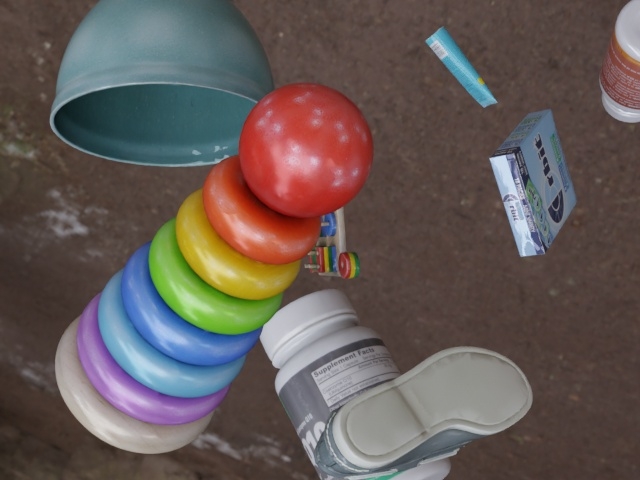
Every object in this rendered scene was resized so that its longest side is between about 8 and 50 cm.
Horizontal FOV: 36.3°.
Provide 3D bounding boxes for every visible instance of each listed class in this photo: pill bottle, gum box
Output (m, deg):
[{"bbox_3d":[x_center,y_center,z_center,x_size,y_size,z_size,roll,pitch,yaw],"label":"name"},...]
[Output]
[{"bbox_3d":[0.499,-0.273,1.508,0.121,0.121,0.216,19,162,12],"label":"pill bottle"},{"bbox_3d":[0.315,-0.087,1.428,0.041,0.184,0.157,-9,112,33],"label":"gum box"},{"bbox_3d":[0.049,0.276,1.653,0.361,0.204,0.204,61,164,23],"label":"pill bottle"}]

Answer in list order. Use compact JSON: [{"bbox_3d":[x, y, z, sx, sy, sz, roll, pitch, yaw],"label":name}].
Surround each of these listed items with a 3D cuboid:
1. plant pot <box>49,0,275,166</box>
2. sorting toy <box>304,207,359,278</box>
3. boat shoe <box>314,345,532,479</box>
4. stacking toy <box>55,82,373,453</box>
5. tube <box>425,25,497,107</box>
[{"bbox_3d":[-0.199,-0.235,1.279,0.293,0.196,0.293,-2,165,-1],"label":"plant pot"},{"bbox_3d":[0.000,0.000,1.789,0.046,0.132,0.274,-4,-179,-18],"label":"sorting toy"},{"bbox_3d":[0.127,0.213,1.190,0.099,0.319,0.116,-49,61,45],"label":"boat shoe"},{"bbox_3d":[-0.075,0.014,0.716,0.141,0.141,0.330,30,125,-10],"label":"stacking toy"},{"bbox_3d":[0.318,-0.384,2.190,0.207,0.052,0.080,51,176,-6],"label":"tube"}]
